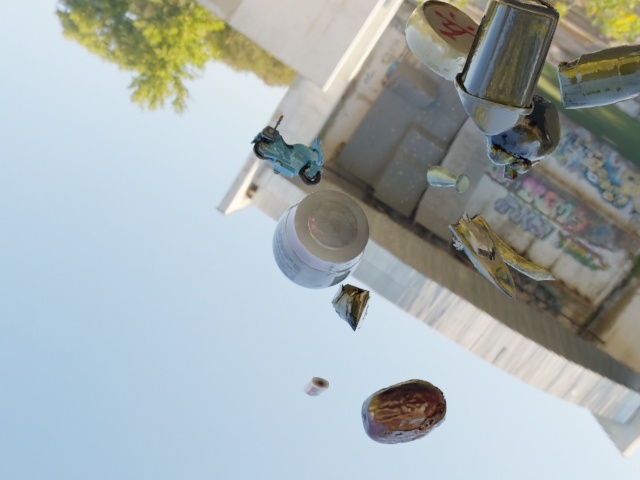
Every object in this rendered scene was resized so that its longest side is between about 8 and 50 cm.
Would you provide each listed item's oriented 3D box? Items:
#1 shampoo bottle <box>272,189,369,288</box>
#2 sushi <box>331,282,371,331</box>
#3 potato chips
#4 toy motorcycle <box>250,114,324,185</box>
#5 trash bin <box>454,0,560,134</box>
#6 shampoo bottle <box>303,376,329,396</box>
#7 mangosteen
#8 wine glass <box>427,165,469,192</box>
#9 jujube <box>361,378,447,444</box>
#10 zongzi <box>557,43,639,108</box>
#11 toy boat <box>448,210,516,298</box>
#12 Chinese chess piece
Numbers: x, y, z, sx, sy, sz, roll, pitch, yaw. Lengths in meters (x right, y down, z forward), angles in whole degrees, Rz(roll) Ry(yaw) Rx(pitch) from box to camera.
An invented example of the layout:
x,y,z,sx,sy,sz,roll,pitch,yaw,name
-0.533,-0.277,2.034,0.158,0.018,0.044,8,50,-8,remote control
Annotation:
x,y,z,sx,sy,sz,roll,pitch,yaw,name
0.000,0.000,1.960,0.273,0.273,0.266,33,152,-5,shampoo bottle
0.097,0.212,2.138,0.109,0.134,0.273,21,177,10,sushi
0.651,0.037,2.280,0.057,0.080,0.407,45,-176,-39,potato chips
-0.100,-0.309,2.272,0.272,0.182,0.123,29,152,-3,toy motorcycle
0.417,-0.403,1.495,0.182,0.290,0.209,14,-150,-1,trash bin
-0.019,0.541,2.416,0.072,0.099,0.043,18,-129,-16,shampoo bottle
0.674,-0.349,2.200,0.233,0.287,0.287,-7,173,29,mangosteen
0.444,-0.210,2.284,0.073,0.073,0.155,24,-176,-35,wine glass
0.241,0.487,1.885,0.243,0.183,0.183,-6,-155,-8,jujube
0.808,-0.436,1.718,0.300,0.145,0.274,-15,-171,-41,zongzi
0.348,0.036,1.376,0.084,0.066,0.210,-20,-113,-28,toy boat
0.353,-0.553,1.820,0.250,0.103,0.250,17,-132,-20,Chinese chess piece
